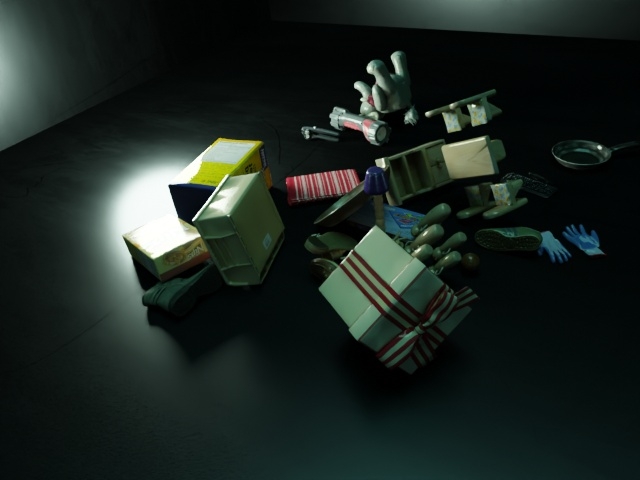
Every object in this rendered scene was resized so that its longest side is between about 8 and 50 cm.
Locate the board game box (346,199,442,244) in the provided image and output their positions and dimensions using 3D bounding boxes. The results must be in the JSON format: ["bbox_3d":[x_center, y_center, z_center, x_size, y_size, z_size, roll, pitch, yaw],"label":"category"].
[{"bbox_3d":[0.240,-0.059,1.895,0.282,0.027,0.145,19,45,34],"label":"board game box"}]

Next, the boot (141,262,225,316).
[{"bbox_3d":[-0.408,0.125,1.729,0.161,0.083,0.246,13,39,37],"label":"boot"}]

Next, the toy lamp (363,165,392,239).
[{"bbox_3d":[0.176,-0.095,1.743,0.080,0.274,0.080,-5,35,4],"label":"toy lamp"}]

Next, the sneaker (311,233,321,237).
[{"bbox_3d":[0.000,0.000,1.856,0.037,0.031,0.083,-19,37,-15],"label":"sneaker"}]

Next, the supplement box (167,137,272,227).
[{"bbox_3d":[-0.349,-0.199,2.069,0.194,0.195,0.356,9,39,22],"label":"supplement box"}]

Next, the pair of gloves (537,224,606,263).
[{"bbox_3d":[0.732,0.009,1.702,0.199,0.023,0.159,-8,35,0],"label":"pair of gloves"}]

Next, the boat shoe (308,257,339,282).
[{"bbox_3d":[0.032,0.103,1.677,0.178,0.064,0.060,22,43,32],"label":"boat shoe"}]

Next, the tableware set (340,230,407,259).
[{"bbox_3d":[0.156,0.029,1.712,0.194,0.039,0.128,-15,26,37],"label":"tableware set"}]

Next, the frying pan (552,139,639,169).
[{"bbox_3d":[1.001,-0.331,2.101,0.326,0.053,0.197,-19,36,-18],"label":"frying pan"}]

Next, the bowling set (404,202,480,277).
[{"bbox_3d":[0.340,0.049,1.657,0.200,0.154,0.287,44,42,-4],"label":"bowling set"}]

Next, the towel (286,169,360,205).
[{"bbox_3d":[0.010,-0.200,2.140,0.275,0.031,0.198,-8,33,-3],"label":"towel"}]

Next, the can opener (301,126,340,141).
[{"bbox_3d":[0.002,-0.463,2.485,0.186,0.059,0.073,12,39,27],"label":"can opener"}]

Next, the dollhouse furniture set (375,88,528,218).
[{"bbox_3d":[0.398,-0.241,1.855,0.257,0.361,0.394,-23,10,-21],"label":"dollhouse furniture set"}]

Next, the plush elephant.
[{"bbox_3d":[0.263,-0.635,2.527,0.256,0.329,0.272,-10,26,41],"label":"plush elephant"}]

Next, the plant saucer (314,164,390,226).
[{"bbox_3d":[0.114,-0.136,1.886,0.311,0.050,0.310,-39,5,4],"label":"plant saucer"}]

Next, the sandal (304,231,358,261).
[{"bbox_3d":[0.020,0.030,1.767,0.088,0.079,0.240,44,26,25],"label":"sandal"}]

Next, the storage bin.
[{"bbox_3d":[-0.234,-0.035,1.763,0.123,0.260,0.262,-8,33,22],"label":"storage bin"}]

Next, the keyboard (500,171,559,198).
[{"bbox_3d":[0.731,-0.207,1.995,0.100,0.038,0.192,-31,42,-29],"label":"keyboard"}]

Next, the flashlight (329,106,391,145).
[{"bbox_3d":[0.164,-0.487,2.461,0.304,0.103,0.103,27,82,45],"label":"flashlight"}]

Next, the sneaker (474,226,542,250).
[{"bbox_3d":[0.573,-0.008,1.731,0.192,0.064,0.086,6,20,34],"label":"sneaker"}]

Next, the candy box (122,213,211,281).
[{"bbox_3d":[-0.494,0.015,1.844,0.183,0.087,0.317,-29,28,-26],"label":"candy box"}]

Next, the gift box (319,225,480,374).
[{"bbox_3d":[0.201,0.150,1.386,0.255,0.276,0.258,-52,37,8],"label":"gift box"}]
